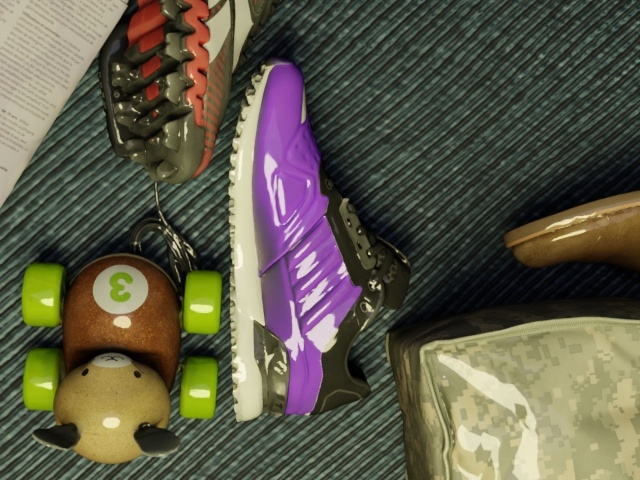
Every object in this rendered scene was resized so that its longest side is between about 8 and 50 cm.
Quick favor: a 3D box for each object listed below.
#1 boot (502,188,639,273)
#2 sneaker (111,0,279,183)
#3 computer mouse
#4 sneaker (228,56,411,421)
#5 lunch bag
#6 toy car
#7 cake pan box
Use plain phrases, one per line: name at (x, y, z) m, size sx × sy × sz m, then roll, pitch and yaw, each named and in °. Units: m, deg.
boot at (0.302, 0.010, 1.071) m, size 0.305 × 0.112 × 0.115 m, roll -5°, pitch 87°, yaw -8°
sneaker at (-0.085, -0.173, 1.011) m, size 0.135 × 0.097 × 0.276 m, roll 12°, pitch 72°, yaw -40°
computer mouse at (-0.137, -0.058, 1.072) m, size 0.071 × 0.041 × 0.242 m, roll -10°, pitch 100°, yaw -18°
sneaker at (0.000, 0.000, 1.052) m, size 0.146 × 0.102 × 0.293 m, roll 1°, pitch 101°, yaw -2°
lunch bag at (0.209, 0.124, 1.011) m, size 0.287 × 0.235 × 0.169 m, roll -9°, pitch 89°, yaw -4°
toy car at (-0.156, 0.106, 0.988) m, size 0.155 × 0.188 × 0.149 m, roll 3°, pitch 111°, yaw -4°
cake pan box at (-0.293, -0.137, 0.952) m, size 0.267 × 0.070 × 0.246 m, roll 30°, pitch 93°, yaw -51°
